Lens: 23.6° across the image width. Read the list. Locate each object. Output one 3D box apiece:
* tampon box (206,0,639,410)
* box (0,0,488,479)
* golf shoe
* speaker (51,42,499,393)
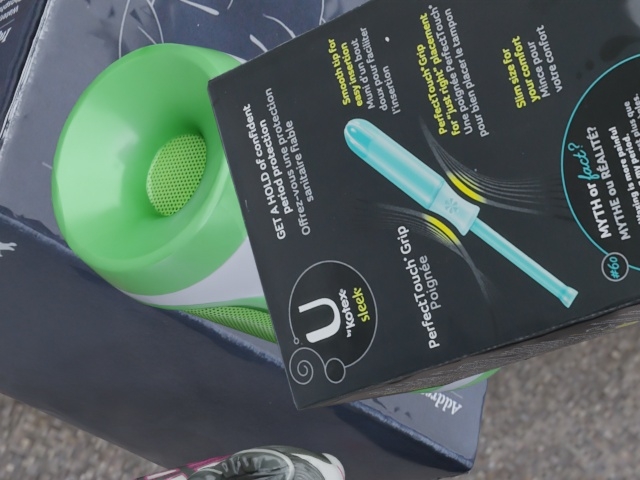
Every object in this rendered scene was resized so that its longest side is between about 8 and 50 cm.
[{"bbox_3d":[0.065,-0.024,0.509,0.101,0.161,0.120,-2,74,-55],"label":"tampon box"},{"bbox_3d":[-0.091,-0.086,1.291,0.480,0.297,0.471,31,56,-31],"label":"box"},{"bbox_3d":[-0.107,0.212,1.102,0.120,0.273,0.105,-11,85,-65],"label":"golf shoe"},{"bbox_3d":[0.000,0.000,0.801,0.296,0.131,0.131,25,28,-53],"label":"speaker"}]
